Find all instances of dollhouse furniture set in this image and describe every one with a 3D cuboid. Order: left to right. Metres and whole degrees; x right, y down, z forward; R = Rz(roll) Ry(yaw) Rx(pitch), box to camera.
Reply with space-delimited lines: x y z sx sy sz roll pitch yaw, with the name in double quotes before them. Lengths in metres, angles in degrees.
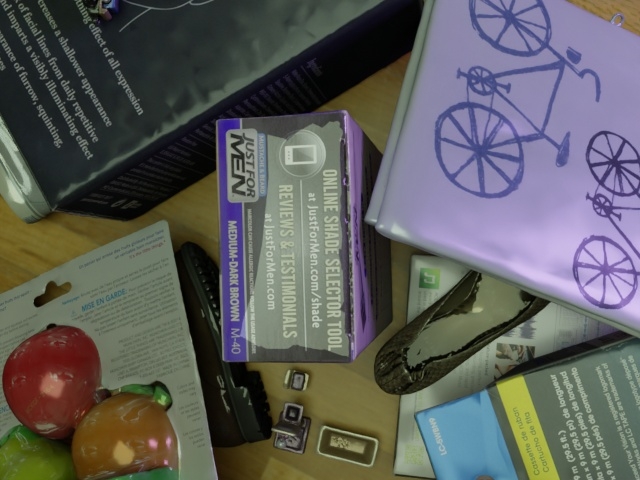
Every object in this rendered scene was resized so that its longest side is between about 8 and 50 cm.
"dollhouse furniture set" 0.006 0.195 0.931 0.114 0.081 0.091 13 91 8

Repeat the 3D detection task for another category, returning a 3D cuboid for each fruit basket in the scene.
"fruit basket" -0.244 0.197 0.928 0.327 0.165 0.353 -23 67 24

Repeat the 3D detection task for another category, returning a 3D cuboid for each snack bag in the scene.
"snack bag" 0.227 -0.081 0.781 0.342 0.037 0.323 22 61 -11

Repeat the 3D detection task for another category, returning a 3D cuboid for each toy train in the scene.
"toy train" -0.186 -0.269 0.782 0.036 0.027 0.158 4 89 -3

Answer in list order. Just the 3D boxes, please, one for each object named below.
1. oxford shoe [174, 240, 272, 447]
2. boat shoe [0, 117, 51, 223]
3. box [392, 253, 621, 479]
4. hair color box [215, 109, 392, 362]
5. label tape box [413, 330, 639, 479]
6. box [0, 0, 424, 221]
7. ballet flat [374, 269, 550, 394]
"oxford shoe" -0.130 0.115 0.952 0.096 0.083 0.227 -16 86 12
"boat shoe" -0.348 -0.133 0.994 0.081 0.079 0.228 -28 90 -3
"box" 0.243 0.142 0.914 0.322 0.058 0.232 5 90 9
"hair color box" 0.000 0.000 0.805 0.110 0.339 0.185 -2 89 8
"label tape box" 0.281 0.212 0.823 0.333 0.106 0.241 -19 86 5
"box" -0.136 -0.244 0.894 0.395 0.212 0.294 -30 85 7
"ballet flat" 0.153 0.066 0.870 0.250 0.058 0.084 -38 84 6
